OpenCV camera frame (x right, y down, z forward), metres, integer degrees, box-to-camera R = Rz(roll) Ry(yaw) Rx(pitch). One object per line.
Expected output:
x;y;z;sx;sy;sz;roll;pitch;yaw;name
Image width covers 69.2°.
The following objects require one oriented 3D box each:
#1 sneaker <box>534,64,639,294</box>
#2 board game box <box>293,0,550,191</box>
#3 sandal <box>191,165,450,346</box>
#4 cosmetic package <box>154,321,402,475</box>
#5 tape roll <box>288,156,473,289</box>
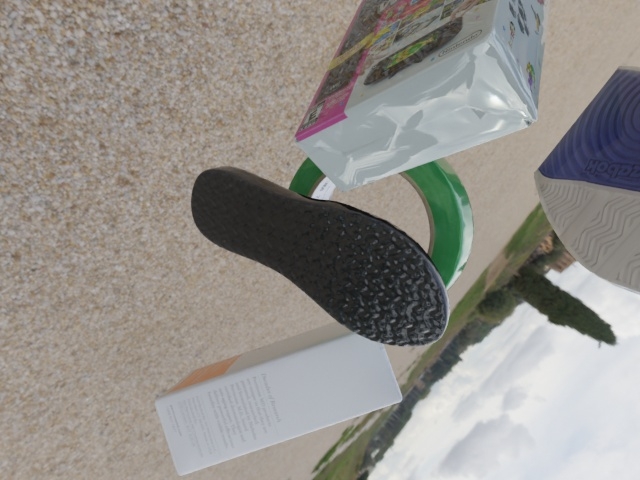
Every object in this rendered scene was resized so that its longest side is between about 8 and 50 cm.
0.290;0.028;0.278;0.182;0.315;0.127;18;118;-34;sneaker
0.120;-0.218;0.506;0.224;0.097;0.303;-15;-138;43;board game box
-0.001;-0.003;0.705;0.107;0.446;0.167;-27;141;-56;sandal
-0.079;0.307;0.984;0.454;0.161;0.230;-19;178;1;cosmetic package
0.087;-0.021;0.786;0.077;0.321;0.321;-18;142;-57;tape roll
